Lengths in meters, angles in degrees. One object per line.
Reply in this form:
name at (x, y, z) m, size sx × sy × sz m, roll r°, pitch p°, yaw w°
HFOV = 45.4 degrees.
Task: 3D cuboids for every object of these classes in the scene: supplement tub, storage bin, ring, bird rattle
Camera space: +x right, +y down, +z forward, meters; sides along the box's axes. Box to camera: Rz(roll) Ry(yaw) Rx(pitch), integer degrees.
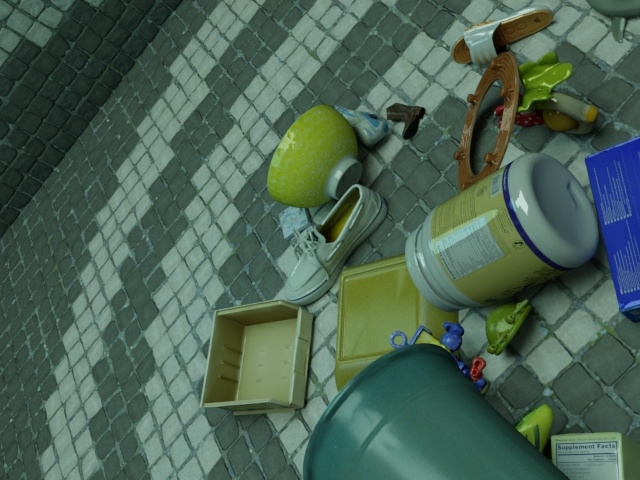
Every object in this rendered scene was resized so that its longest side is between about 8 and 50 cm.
supplement tub at (0.358, -0.004, 1.551) m, size 0.331 × 0.241 × 0.240 m, roll -33°, pitch 48°, yaw 43°
storage bin at (-0.160, 0.305, 1.969) m, size 0.261 × 0.123 × 0.262 m, roll -14°, pitch 60°, yaw 38°
ring at (0.360, -0.254, 1.705) m, size 0.336 × 0.032 × 0.336 m, roll -169°, pitch 90°, yaw -83°
bird rattle at (0.484, -0.275, 1.644) m, size 0.207 × 0.253 × 0.143 m, roll 26°, pitch 79°, yaw 8°

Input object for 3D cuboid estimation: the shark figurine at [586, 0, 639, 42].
shark figurine at (0.695, -0.543, 1.645) m, size 0.278 × 0.116 × 0.166 m, roll -14°, pitch 61°, yaw 39°

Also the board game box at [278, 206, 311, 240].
board game box at (-0.072, -0.060, 2.154) m, size 0.090 × 0.020 × 0.090 m, roll -34°, pitch 49°, yaw 24°

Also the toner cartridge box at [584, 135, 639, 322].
toner cartridge box at (0.627, -0.032, 1.463) m, size 0.165 × 0.075 × 0.347 m, roll -23°, pitch 55°, yaw 34°

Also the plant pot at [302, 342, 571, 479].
plant pot at (0.204, 0.388, 1.181) m, size 0.334 × 0.341 × 0.341 m, roll 36°, pitch 95°, yaw 46°

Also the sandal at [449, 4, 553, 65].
sandal at (0.435, -0.485, 1.856) m, size 0.265 × 0.102 × 0.076 m, roll -19°, pitch 54°, yaw 32°

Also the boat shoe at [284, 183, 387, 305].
boat shoe at (0.005, 0.004, 1.952) m, size 0.367 × 0.156 × 0.135 m, roll -47°, pitch 45°, yaw 12°

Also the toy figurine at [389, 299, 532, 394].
toy figurine at (0.242, 0.223, 1.551) m, size 0.217 × 0.191 × 0.362 m, roll 31°, pitch 86°, yaw 24°

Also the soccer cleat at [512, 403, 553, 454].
soccer cleat at (0.341, 0.424, 1.348) m, size 0.121 × 0.093 × 0.289 m, roll 34°, pitch 90°, yaw 24°

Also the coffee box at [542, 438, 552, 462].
coffee box at (0.366, 0.484, 1.413) m, size 0.246 × 0.098 × 0.141 m, roll -56°, pitch 43°, yaw 4°

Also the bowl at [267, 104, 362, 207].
bowl at (0.013, -0.190, 1.995) m, size 0.156 × 0.289 × 0.289 m, roll 34°, pitch 93°, yaw 22°

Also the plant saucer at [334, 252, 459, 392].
plant saucer at (0.155, 0.174, 1.783) m, size 0.333 × 0.081 × 0.332 m, roll -17°, pitch 58°, yaw 37°

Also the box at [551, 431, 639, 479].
box at (0.477, 0.454, 1.244) m, size 0.117 × 0.214 × 0.242 m, roll -14°, pitch 60°, yaw 38°

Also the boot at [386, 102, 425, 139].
boot at (0.208, -0.316, 2.020) m, size 0.114 × 0.037 × 0.106 m, roll 19°, pitch 69°, yaw 43°

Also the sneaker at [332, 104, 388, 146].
sneaker at (0.103, -0.322, 2.101) m, size 0.086 × 0.085 × 0.237 m, roll -28°, pitch 35°, yaw -16°
